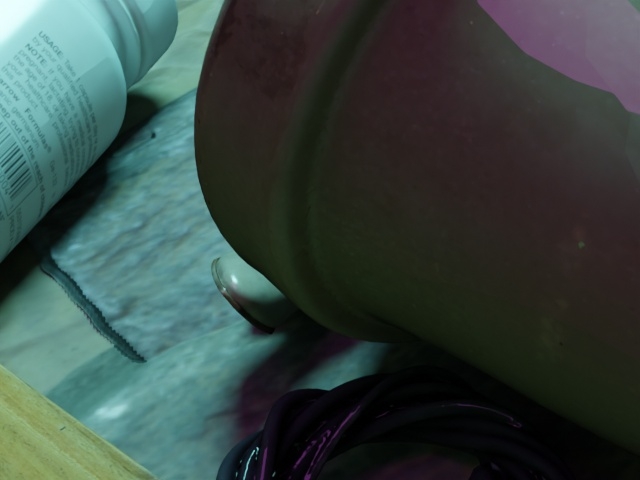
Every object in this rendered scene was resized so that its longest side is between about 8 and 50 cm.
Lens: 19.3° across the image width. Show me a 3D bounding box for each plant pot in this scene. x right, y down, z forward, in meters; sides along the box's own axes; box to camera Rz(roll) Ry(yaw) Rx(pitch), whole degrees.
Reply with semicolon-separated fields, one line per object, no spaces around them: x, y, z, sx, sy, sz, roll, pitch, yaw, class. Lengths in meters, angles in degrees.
0.121;-0.030;0.702;0.263;0.263;0.229;-33;52;-18;plant pot

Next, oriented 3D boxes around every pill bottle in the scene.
-0.179;-0.075;1.003;0.131;0.131;0.229;6;42;34;pill bottle

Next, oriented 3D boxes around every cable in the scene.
0.025;0.111;0.706;0.150;0.047;0.184;4;40;32;cable

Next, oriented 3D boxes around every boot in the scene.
0.000;0.000;0.844;0.087;0.042;0.118;-36;-1;6;boot

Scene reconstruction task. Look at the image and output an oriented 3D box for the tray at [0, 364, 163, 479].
-0.123;0.154;0.601;0.203;0.076;0.411;-39;28;-17;tray
